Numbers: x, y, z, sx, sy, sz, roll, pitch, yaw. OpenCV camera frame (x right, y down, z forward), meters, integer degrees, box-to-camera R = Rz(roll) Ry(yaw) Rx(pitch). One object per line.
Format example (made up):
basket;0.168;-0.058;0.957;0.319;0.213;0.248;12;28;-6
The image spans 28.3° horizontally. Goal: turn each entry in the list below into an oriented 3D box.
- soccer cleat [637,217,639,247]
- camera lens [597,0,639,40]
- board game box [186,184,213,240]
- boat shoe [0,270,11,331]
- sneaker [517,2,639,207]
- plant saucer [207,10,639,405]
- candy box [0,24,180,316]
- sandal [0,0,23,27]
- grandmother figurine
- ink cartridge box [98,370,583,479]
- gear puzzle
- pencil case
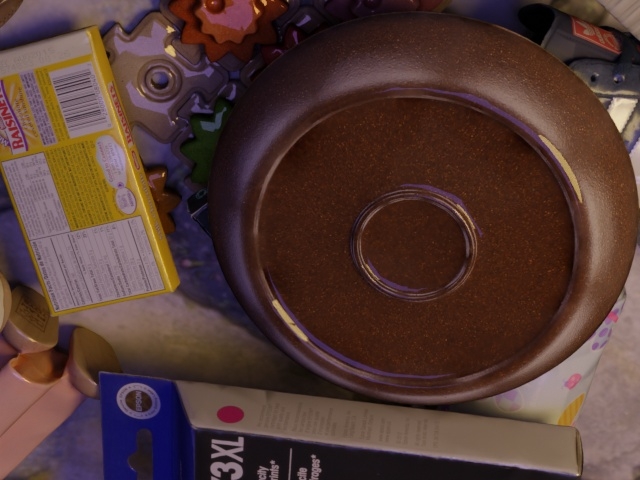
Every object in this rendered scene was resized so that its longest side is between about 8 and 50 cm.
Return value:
soccer cleat;0.349;0.000;1.003;0.196;0.076;0.068;-1;116;-3
camera lens;0.233;-0.285;0.776;0.219;0.219;0.274;39;108;-19
board game box;0.000;0.000;0.989;0.126;0.026;0.186;-31;126;12
boat shoe;-0.359;0.106;0.933;0.285;0.103;0.092;-39;153;-1
sneaker;0.221;-0.109;0.911;0.350;0.131;0.148;-15;120;4
plant saucer;0.067;-0.004;0.894;0.310;0.050;0.311;4;117;7
candy box;-0.184;-0.049;0.945;0.105;0.027;0.206;-11;106;17
sandal;-0.251;-0.176;0.877;0.086;0.120;0.303;0;122;-35
grandmother figurine;-0.325;0.189;1.046;0.208;0.104;0.342;40;105;-11
ink cartridge box;0.004;0.206;0.982;0.371;0.069;0.176;7;120;7
gear puzzle;-0.073;-0.114;0.939;0.175;0.044;0.339;40;108;-20
pencil case;0.151;0.125;1.034;0.113;0.124;0.273;-11;127;-45
